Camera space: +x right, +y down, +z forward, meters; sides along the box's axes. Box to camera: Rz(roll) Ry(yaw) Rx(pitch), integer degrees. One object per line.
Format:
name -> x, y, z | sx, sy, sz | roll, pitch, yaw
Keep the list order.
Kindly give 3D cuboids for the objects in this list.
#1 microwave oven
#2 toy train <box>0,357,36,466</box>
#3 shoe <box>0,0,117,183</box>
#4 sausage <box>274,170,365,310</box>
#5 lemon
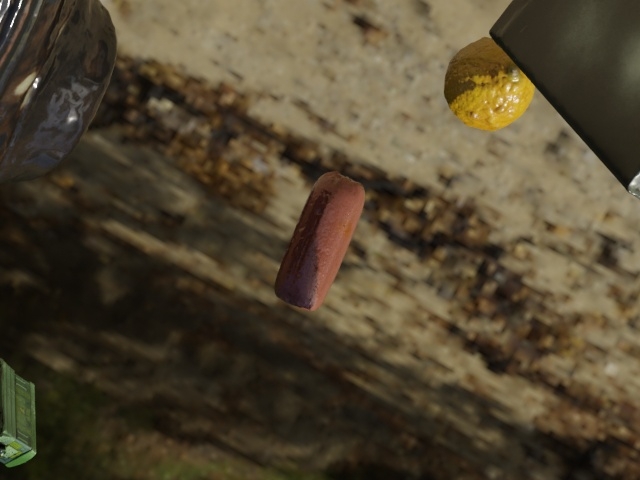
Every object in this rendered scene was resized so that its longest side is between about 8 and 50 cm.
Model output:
microwave oven -> 0.435, -0.123, 1.538 | 0.432, 0.236, 0.374 | 26, -159, -34
toy train -> -0.277, 0.152, 1.413 | 0.056, 0.038, 0.093 | 44, -155, -43
shoe -> -0.297, -0.212, 1.579 | 0.171, 0.384, 0.237 | 39, -148, 22
sausage -> 0.000, 0.000, 1.769 | 0.062, 0.154, 0.062 | 22, 179, 0
lemon -> 0.265, -0.244, 2.524 | 0.142, 0.142, 0.187 | 31, 164, -10
